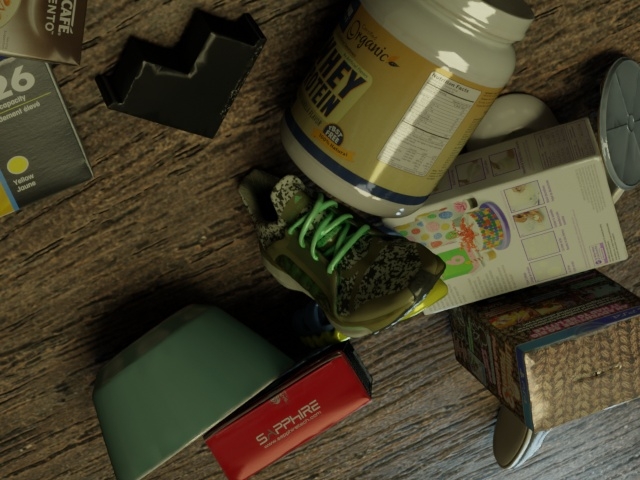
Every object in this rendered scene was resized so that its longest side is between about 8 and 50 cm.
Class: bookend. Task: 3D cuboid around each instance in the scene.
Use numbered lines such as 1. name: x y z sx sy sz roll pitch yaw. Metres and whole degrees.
1. bookend: -0.178 -0.227 1.650 0.157 0.072 0.156 13 120 -34

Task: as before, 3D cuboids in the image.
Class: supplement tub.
1. supplement tub: 0.112 -0.213 1.698 0.228 0.228 0.316 15 119 -35

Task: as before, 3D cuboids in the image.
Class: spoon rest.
1. spoon rest: 0.345 -0.138 2.000 0.276 0.084 0.137 22 115 -23

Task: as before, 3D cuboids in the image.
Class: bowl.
1. bowl: -0.208 0.207 1.892 0.311 0.163 0.311 -37 178 -2

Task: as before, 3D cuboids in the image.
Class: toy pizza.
1. toy pizza: 0.455 -0.176 1.969 0.201 0.032 0.201 -2 93 -54

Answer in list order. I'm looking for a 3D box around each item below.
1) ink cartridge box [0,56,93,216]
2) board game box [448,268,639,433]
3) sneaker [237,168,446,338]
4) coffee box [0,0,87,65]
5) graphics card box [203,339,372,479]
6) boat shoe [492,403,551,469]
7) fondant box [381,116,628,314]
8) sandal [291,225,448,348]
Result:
1. ink cartridge box: -0.464 -0.143 1.583 0.303 0.072 0.307 -23 136 -7
2. board game box: 0.368 0.153 2.079 0.232 0.291 0.141 -16 113 -13
3. sneaker: 0.000 0.000 1.735 0.158 0.410 0.182 -49 122 -13
4. coffee box: -0.389 -0.281 1.442 0.246 0.098 0.141 5 96 -30
5. graphics card box: -0.039 0.248 1.963 0.233 0.094 0.371 -33 179 1
6. boat shoe: 0.404 0.284 2.355 0.095 0.112 0.335 0 124 -21
7. fondant box: 0.276 -0.031 1.968 0.330 0.096 0.238 -17 136 10
8. sandal: 0.058 0.069 1.944 0.126 0.138 0.317 -26 179 -41
